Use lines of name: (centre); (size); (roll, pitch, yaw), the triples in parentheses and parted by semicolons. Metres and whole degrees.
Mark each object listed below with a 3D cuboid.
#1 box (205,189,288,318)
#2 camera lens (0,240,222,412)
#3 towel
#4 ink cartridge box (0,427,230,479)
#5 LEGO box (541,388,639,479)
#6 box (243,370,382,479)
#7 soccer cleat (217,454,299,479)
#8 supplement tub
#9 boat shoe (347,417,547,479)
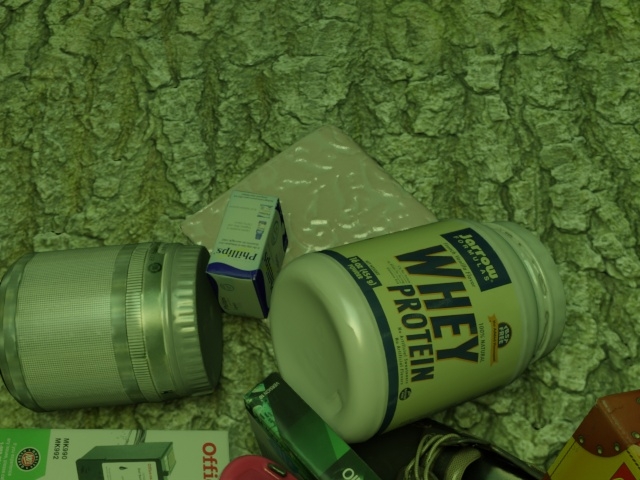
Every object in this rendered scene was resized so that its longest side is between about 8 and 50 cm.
box: (-0.100, 0.022, 1.185); (0.072, 0.126, 0.137); (9, 61, 11)
camera lens: (-0.286, 0.116, 1.150); (0.274, 0.219, 0.219); (-6, 59, 2)
towel: (0.000, 0.000, 1.290); (0.317, 0.053, 0.332); (-36, 62, -14)
ink cartridge box: (-0.249, 0.340, 1.001); (0.289, 0.121, 0.211); (3, 42, -14)
LEGO box: (0.506, 0.378, 0.814); (0.373, 0.193, 0.500); (-5, 44, -24)
box: (0.041, 0.320, 0.989); (0.058, 0.232, 0.322); (-40, 63, -19)
soccer cleat: (-0.012, 0.397, 0.966); (0.116, 0.143, 0.331); (-37, 80, -30)
supplement tub: (0.124, 0.102, 1.071); (0.325, 0.235, 0.235); (-14, 56, -28)
boat shoe: (0.167, 0.286, 1.057); (0.355, 0.130, 0.132); (16, 62, 15)
